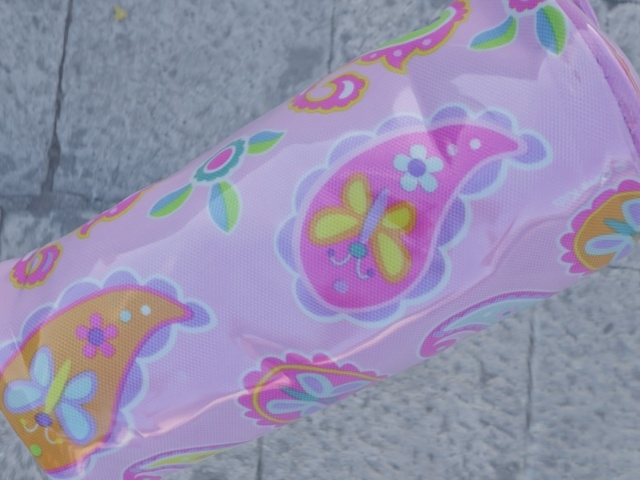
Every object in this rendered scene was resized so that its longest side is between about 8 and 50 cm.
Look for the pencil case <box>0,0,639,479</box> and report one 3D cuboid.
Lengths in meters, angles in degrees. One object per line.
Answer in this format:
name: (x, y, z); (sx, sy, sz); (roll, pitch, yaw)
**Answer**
pencil case: (0.000, 0.000, 0.426); (0.284, 0.124, 0.124); (-30, 89, 13)
